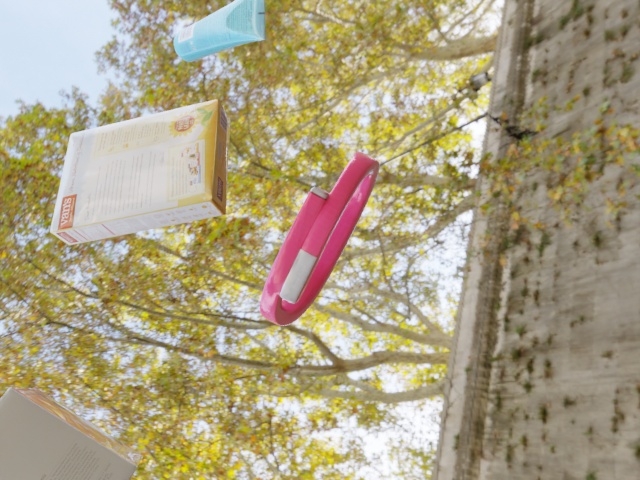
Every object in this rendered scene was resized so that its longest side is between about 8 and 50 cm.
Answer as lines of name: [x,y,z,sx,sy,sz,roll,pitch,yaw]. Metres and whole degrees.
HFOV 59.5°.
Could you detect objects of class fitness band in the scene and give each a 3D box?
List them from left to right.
fitness band: [0.000,0.000,0.842,0.054,0.209,0.290,30,-79,10]

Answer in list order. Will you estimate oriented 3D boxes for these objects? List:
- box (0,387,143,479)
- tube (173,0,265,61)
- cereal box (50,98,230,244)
box: [-0.313,0.259,0.668,0.170,0.130,0.091,35,-110,-4]
tube: [-0.156,-0.332,0.884,0.052,0.207,0.080,-10,-83,-45]
cereal box: [-0.246,-0.095,0.776,0.047,0.240,0.173,58,-154,-58]
